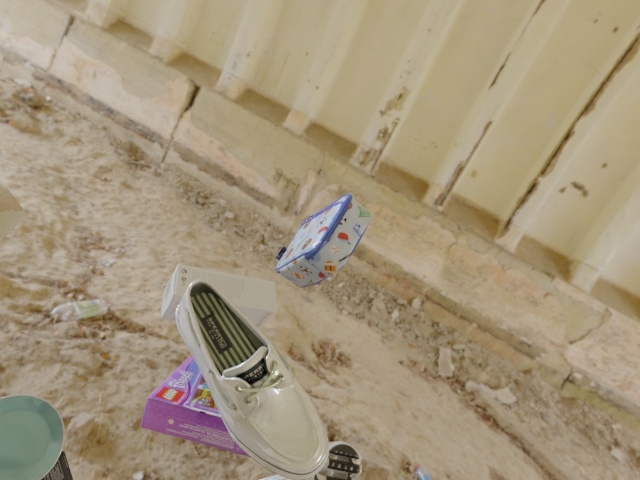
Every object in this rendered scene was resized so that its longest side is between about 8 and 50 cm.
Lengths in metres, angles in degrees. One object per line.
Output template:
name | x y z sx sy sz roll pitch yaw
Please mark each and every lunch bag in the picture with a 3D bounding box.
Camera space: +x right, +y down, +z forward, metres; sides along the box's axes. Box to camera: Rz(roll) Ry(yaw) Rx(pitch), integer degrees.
lunch bag | 0.000 0.000 1.184 0.115 0.243 0.303 38 -27 -16

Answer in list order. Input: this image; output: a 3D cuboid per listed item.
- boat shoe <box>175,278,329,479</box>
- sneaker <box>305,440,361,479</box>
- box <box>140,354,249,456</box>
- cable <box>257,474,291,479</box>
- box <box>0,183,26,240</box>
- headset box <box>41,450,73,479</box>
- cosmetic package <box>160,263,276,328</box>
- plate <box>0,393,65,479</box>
boat shoe | -0.075 0.137 0.423 0.226 0.076 0.083 44 58 14
sneaker | -0.008 0.536 0.812 0.110 0.292 0.118 31 -27 -21
box | -0.185 0.293 0.825 0.200 0.057 0.293 15 4 1
cable | -0.099 0.650 1.090 0.257 0.257 0.089 3 57 -32
box | -0.944 -0.103 1.176 0.148 0.121 0.311 40 -24 -17
headset box | -0.694 0.654 0.926 0.283 0.131 0.246 -16 84 -56
cosmetic package | -0.225 0.134 0.954 0.231 0.117 0.086 14 50 -26
plate | -0.628 0.414 0.870 0.188 0.188 0.024 26 -22 -11
